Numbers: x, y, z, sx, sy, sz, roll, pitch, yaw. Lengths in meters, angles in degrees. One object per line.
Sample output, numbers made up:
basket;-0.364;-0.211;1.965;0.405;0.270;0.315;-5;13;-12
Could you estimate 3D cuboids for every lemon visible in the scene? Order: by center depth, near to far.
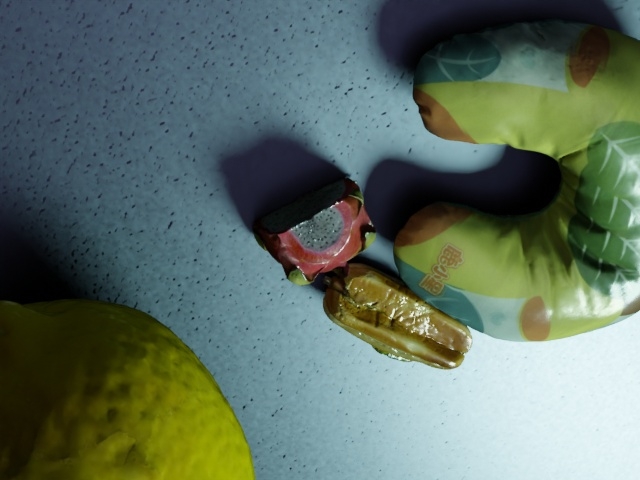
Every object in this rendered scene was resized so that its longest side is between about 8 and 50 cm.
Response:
lemon;-0.158;0.161;0.580;0.233;0.233;0.288;-23;113;1

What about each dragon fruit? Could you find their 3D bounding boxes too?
dragon fruit;0.000;0.000;0.629;0.083;0.056;0.060;-25;114;0

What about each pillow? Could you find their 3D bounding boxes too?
pillow;0.159;-0.034;0.632;0.214;0.086;0.234;5;115;-5

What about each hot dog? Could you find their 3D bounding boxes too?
hot dog;0.057;0.060;0.678;0.133;0.041;0.056;29;92;-17
